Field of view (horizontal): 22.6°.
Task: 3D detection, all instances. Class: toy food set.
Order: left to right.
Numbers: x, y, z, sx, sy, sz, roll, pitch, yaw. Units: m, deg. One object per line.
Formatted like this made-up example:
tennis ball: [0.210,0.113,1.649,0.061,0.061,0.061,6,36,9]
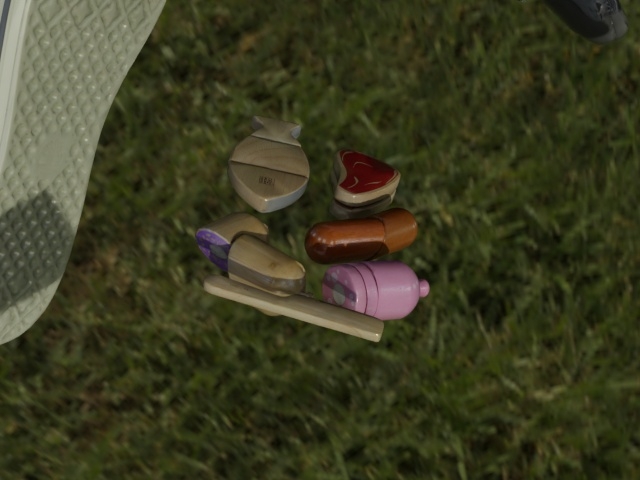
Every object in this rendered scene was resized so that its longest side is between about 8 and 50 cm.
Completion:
toy food set: [0.000,0.000,0.530,0.078,0.019,0.122,16,30,2]

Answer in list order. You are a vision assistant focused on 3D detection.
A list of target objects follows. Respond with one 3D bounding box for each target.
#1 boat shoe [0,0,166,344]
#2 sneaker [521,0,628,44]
boat shoe: [-0.252,-0.160,1.338,0.156,0.187,0.500,28,106,29]
sneaker: [0.114,-0.253,1.363,0.146,0.122,0.330,-45,71,1]
